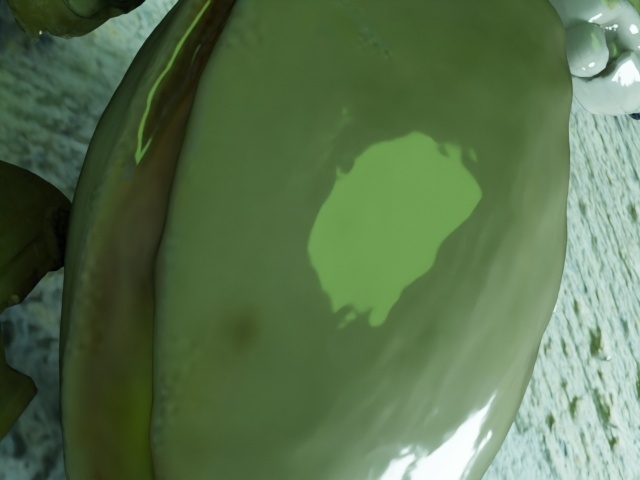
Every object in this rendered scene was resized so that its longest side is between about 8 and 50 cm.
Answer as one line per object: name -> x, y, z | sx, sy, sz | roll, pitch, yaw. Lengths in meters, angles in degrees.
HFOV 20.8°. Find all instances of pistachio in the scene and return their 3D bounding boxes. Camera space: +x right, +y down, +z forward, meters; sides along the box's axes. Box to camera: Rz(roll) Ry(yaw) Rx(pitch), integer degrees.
pistachio -> 0.000, 0.000, 0.997 | 0.365, 0.281, 0.445 | 58, 46, -49

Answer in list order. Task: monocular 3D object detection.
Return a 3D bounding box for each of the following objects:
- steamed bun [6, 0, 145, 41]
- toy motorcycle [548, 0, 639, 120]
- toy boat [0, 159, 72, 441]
steamed bun -> -0.162, -0.224, 1.076 | 0.177, 0.106, 0.192 | 62, 34, -17
toy motorcycle -> 0.251, -0.245, 1.685 | 0.340, 0.108, 0.223 | 64, 26, -18
toy boat -> -0.202, 0.064, 0.856 | 0.121, 0.089, 0.321 | 63, 30, -18
